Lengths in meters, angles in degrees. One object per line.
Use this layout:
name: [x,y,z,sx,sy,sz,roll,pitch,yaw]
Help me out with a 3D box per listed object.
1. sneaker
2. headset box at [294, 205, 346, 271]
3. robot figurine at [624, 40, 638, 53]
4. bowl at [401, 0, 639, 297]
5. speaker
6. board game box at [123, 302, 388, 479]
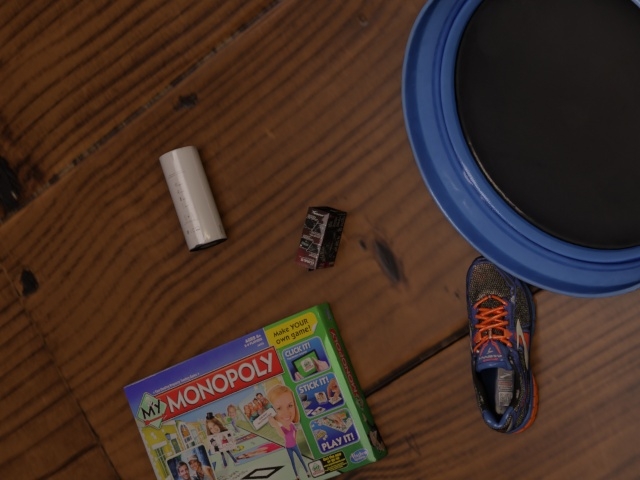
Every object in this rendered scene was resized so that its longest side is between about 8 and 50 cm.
sneaker: [0.215,0.126,1.340,0.083,0.087,0.221,-11,88,22]
headset box: [0.000,0.000,1.438,0.032,0.062,0.083,19,100,22]
robot figurine: [0.406,-0.296,1.193,0.278,0.209,0.174,10,122,22]
bowl: [0.260,-0.127,1.220,0.391,0.077,0.391,27,132,35]
speaker: [-0.172,-0.057,1.511,0.055,0.055,0.136,-22,84,22]
board game box: [-0.093,0.239,1.497,0.317,0.046,0.213,-25,84,22]
